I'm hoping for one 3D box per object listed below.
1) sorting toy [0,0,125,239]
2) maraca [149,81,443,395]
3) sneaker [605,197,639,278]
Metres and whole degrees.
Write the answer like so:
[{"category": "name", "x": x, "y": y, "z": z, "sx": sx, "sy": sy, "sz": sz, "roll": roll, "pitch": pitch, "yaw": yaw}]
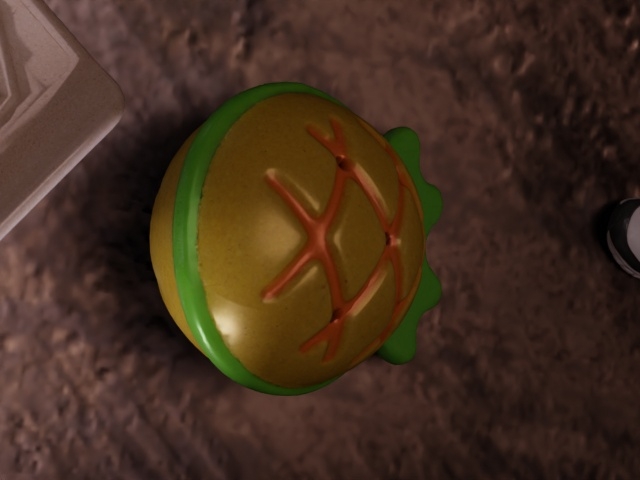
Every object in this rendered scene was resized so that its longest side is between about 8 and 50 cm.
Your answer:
[{"category": "sorting toy", "x": -0.204, "y": -0.064, "z": 0.637, "sx": 0.208, "sy": 0.038, "sz": 0.193, "roll": 48, "pitch": 69, "yaw": -15}, {"category": "maraca", "x": 0.000, "y": 0.000, "z": 0.716, "sx": 0.186, "sy": 0.099, "sz": 0.127, "roll": 3, "pitch": 91, "yaw": -55}, {"category": "sneaker", "x": 0.187, "y": 0.010, "z": 0.846, "sx": 0.109, "sy": 0.044, "sz": 0.040, "roll": 29, "pitch": 79, "yaw": -24}]
